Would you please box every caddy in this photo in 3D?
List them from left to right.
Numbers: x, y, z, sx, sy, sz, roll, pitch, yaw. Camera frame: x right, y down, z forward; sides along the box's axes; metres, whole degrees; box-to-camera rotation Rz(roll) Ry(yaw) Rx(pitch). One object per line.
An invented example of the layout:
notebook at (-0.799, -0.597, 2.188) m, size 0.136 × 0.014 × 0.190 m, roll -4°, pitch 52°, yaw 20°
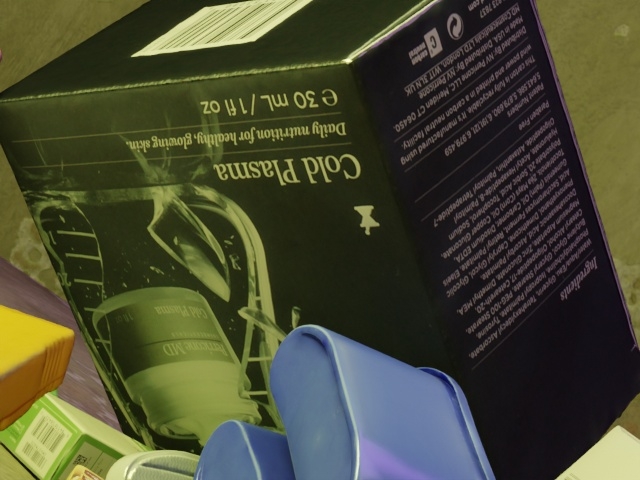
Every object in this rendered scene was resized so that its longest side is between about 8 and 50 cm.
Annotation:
caddy at (0.028, 0.229, 1.461) m, size 0.179 × 0.241 × 0.341 m, roll 27°, pitch 23°, yaw -23°

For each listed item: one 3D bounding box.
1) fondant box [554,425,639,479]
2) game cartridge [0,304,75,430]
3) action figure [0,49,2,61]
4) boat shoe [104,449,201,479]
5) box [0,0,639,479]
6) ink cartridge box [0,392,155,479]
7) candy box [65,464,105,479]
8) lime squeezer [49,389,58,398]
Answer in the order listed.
fondant box at (0.263, 0.358, 1.563) m, size 0.330 × 0.238 × 0.096 m, roll 55°, pitch -9°, yaw -27°
game cartridge at (-0.303, 0.049, 0.959) m, size 0.285 × 0.053 × 0.323 m, roll 18°, pitch 6°, yaw 5°
action figure at (-0.394, -0.125, 1.784) m, size 0.248 × 0.370 × 0.276 m, roll 20°, pitch -19°, yaw 34°
boat shoe at (-0.098, 0.270, 1.622) m, size 0.094 × 0.109 × 0.302 m, roll -15°, pitch -33°, yaw 35°
box at (0.000, 0.000, 1.775) m, size 0.480 × 0.297 × 0.472 m, roll -2°, pitch -63°, yaw 41°
ink cartridge box at (-0.189, 0.219, 1.697) m, size 0.209 × 0.062 × 0.109 m, roll 36°, pitch -3°, yaw -40°
candy box at (-0.102, 0.237, 1.087) m, size 0.183 × 0.087 × 0.316 m, roll 34°, pitch -2°, yaw -4°
lime squeezer at (-0.323, 0.146, 1.966) m, size 0.310 × 0.059 × 0.110 m, roll 33°, pitch -2°, yaw 46°
